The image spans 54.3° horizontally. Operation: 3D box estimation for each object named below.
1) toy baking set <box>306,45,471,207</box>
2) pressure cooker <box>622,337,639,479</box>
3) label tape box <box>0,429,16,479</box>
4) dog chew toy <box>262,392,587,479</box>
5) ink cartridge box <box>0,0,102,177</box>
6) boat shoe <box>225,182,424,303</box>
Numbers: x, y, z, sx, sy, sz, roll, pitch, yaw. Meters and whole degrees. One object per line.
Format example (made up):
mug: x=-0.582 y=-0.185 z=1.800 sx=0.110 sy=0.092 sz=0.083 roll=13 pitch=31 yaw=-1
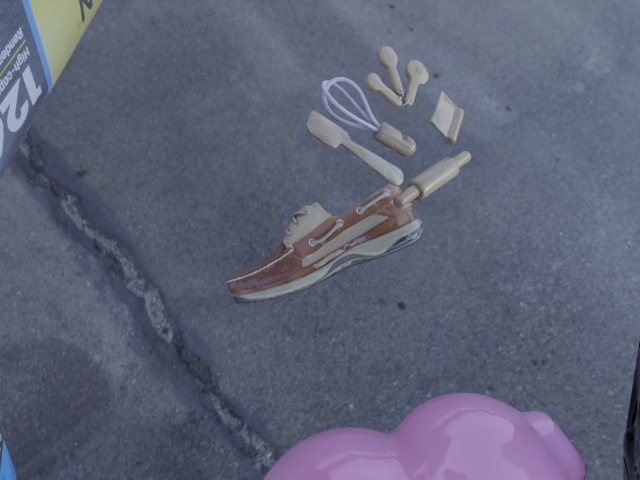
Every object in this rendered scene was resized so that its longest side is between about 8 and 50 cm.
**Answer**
toy baking set: x=0.093 y=-0.141 z=0.800 sx=0.256 sy=0.030 sz=0.197 roll=-39 pitch=96 yaw=-36
pressure cooker: x=0.429 y=0.130 z=0.376 sx=0.420 sy=0.370 sz=0.375 roll=7 pitch=33 yaw=22
label tape box: x=-0.497 y=0.252 z=0.816 sx=0.105 sy=0.334 sz=0.240 roll=-12 pitch=19 yaw=-20
dog chew toy: x=0.016 y=0.218 z=0.390 sx=0.331 sy=0.206 sz=0.207 roll=-35 pitch=70 yaw=3
ink cartridge box: x=-0.206 y=-0.182 z=0.426 sx=0.072 sy=0.307 sz=0.304 roll=15 pitch=62 yaw=-1
boat shoe: x=0.000 y=0.000 z=0.991 sx=0.323 sy=0.122 sz=0.120 roll=-22 pitch=92 yaw=-9
